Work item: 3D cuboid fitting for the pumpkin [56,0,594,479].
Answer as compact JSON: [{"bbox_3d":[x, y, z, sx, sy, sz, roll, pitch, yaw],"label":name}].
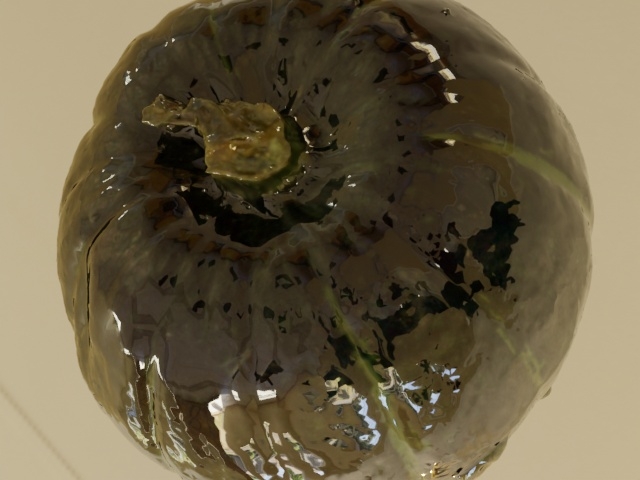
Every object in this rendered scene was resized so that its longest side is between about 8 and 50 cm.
[{"bbox_3d":[0.000,0.000,0.858,0.323,0.241,0.323,-6,-117,12],"label":"pumpkin"}]
